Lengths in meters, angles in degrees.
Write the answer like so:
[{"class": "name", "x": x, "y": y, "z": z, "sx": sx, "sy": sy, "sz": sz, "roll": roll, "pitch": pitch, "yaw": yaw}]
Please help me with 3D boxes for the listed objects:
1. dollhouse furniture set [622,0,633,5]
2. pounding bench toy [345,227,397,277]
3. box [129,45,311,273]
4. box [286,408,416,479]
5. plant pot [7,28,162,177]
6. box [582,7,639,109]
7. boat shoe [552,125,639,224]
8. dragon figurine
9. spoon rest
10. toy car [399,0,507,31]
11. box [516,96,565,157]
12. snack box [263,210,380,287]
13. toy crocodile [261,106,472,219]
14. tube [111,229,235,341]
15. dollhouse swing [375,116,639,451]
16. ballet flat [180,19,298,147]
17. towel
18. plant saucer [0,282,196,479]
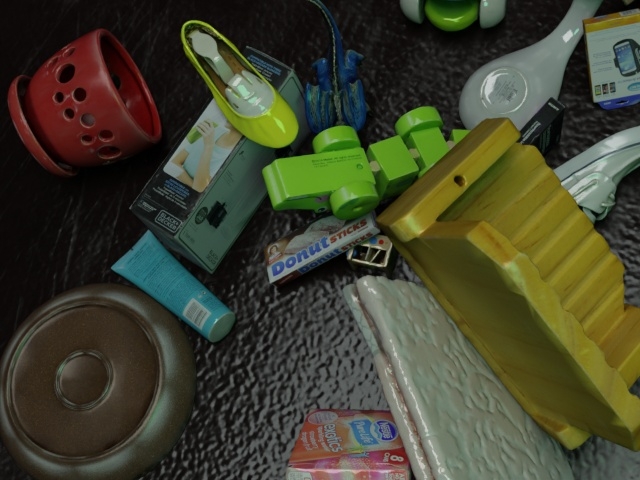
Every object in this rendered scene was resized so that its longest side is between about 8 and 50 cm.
[{"class": "dollhouse furniture set", "x": 0.516, "y": -0.285, "z": 1.468, "sx": 0.135, "sy": 0.262, "sz": 0.259, "roll": -38, "pitch": 100, "yaw": -1}, {"class": "pounding bench toy", "x": 0.076, "y": 0.001, "z": 1.548, "sx": 0.065, "sy": 0.052, "sz": 0.083, "roll": 12, "pitch": 74, "yaw": 15}, {"class": "box", "x": -0.131, "y": -0.113, "z": 1.569, "sx": 0.087, "sy": 0.169, "sz": 0.290, "roll": 31, "pitch": 81, "yaw": 22}, {"class": "box", "x": 0.050, "y": 0.366, "z": 1.297, "sx": 0.142, "sy": 0.154, "sz": 0.300, "roll": -1, "pitch": 107, "yaw": 11}, {"class": "plant pot", "x": -0.354, "y": -0.195, "z": 1.632, "sx": 0.174, "sy": 0.191, "sz": 0.191, "roll": -27, "pitch": 68, "yaw": 10}, {"class": "box", "x": 0.420, "y": -0.255, "z": 1.547, "sx": 0.081, "sy": 0.136, "sz": 0.028, "roll": -10, "pitch": 31, "yaw": 8}, {"class": "boat shoe", "x": 0.360, "y": -0.064, "z": 1.494, "sx": 0.267, "sy": 0.096, "sz": 0.088, "roll": -28, "pitch": 72, "yaw": 2}, {"class": "dragon figurine", "x": 0.024, "y": -0.200, "z": 1.550, "sx": 0.085, "sy": 0.289, "sz": 0.144, "roll": -4, "pitch": 33, "yaw": 8}, {"class": "spoon rest", "x": 0.314, "y": -0.257, "z": 1.588, "sx": 0.137, "sy": 0.084, "sz": 0.276, "roll": 40, "pitch": 96, "yaw": 22}, {"class": "toy car", "x": 0.202, "y": -0.406, "z": 1.619, "sx": 0.159, "sy": 0.136, "sz": 0.182, "roll": 9, "pitch": 73, "yaw": 13}, {"class": "box", "x": 0.276, "y": -0.113, "z": 1.514, "sx": 0.029, "sy": 0.116, "sz": 0.162, "roll": 39, "pitch": 83, "yaw": 18}, {"class": "snack box", "x": 0.000, "y": 0.000, "z": 1.543, "sx": 0.178, "sy": 0.022, "sz": 0.064, "roll": -29, "pitch": 52, "yaw": 21}, {"class": "toy crocodile", "x": 0.085, "y": -0.096, "z": 1.491, "sx": 0.340, "sy": 0.105, "sz": 0.115, "roll": -14, "pitch": 65, "yaw": -20}, {"class": "tube", "x": -0.213, "y": 0.068, "z": 1.587, "sx": 0.207, "sy": 0.052, "sz": 0.080, "roll": 37, "pitch": 73, "yaw": 25}, {"class": "dollhouse swing", "x": 0.288, "y": 0.033, "z": 1.257, "sx": 0.315, "sy": 0.305, "sz": 0.347, "roll": -42, "pitch": 99, "yaw": -24}, {"class": "ballet flat", "x": -0.118, "y": -0.215, "z": 1.469, "sx": 0.077, "sy": 0.077, "sz": 0.231, "roll": -39, "pitch": 67, "yaw": -3}, {"class": "towel", "x": 0.179, "y": 0.200, "z": 1.325, "sx": 0.053, "sy": 0.332, "sz": 0.317, "roll": -35, "pitch": 63, "yaw": 27}, {"class": "plant saucer", "x": -0.333, "y": 0.203, "z": 1.562, "sx": 0.310, "sy": 0.050, "sz": 0.311, "roll": -3, "pitch": 70, "yaw": 9}]
